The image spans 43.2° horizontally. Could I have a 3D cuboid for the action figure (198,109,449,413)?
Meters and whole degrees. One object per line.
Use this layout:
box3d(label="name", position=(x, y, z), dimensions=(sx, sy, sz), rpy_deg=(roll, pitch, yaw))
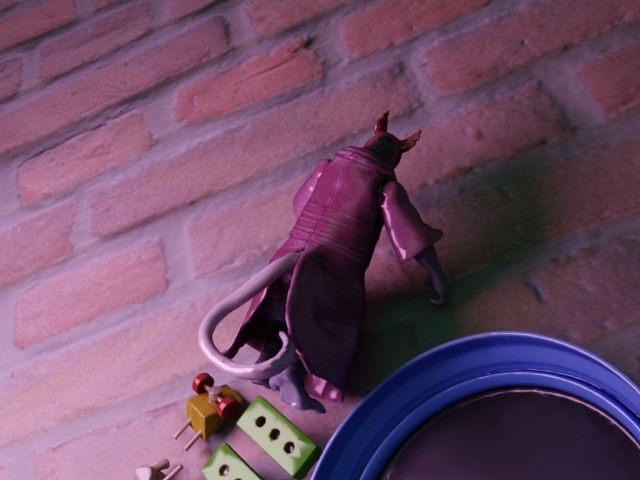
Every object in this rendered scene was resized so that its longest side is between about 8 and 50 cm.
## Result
box3d(label="action figure", position=(0.000, 0.000, 0.950), dimensions=(0.248, 0.276, 0.370), rpy_deg=(17, 79, 37))

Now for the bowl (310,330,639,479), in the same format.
box3d(label="bowl", position=(0.152, 0.273, 0.749), dimensions=(0.391, 0.077, 0.391), rpy_deg=(-25, 43, 25))

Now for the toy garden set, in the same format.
box3d(label="toy garden set", position=(-0.132, 0.287, 0.933), dimensions=(0.204, 0.049, 0.244), rpy_deg=(31, 79, 41))
